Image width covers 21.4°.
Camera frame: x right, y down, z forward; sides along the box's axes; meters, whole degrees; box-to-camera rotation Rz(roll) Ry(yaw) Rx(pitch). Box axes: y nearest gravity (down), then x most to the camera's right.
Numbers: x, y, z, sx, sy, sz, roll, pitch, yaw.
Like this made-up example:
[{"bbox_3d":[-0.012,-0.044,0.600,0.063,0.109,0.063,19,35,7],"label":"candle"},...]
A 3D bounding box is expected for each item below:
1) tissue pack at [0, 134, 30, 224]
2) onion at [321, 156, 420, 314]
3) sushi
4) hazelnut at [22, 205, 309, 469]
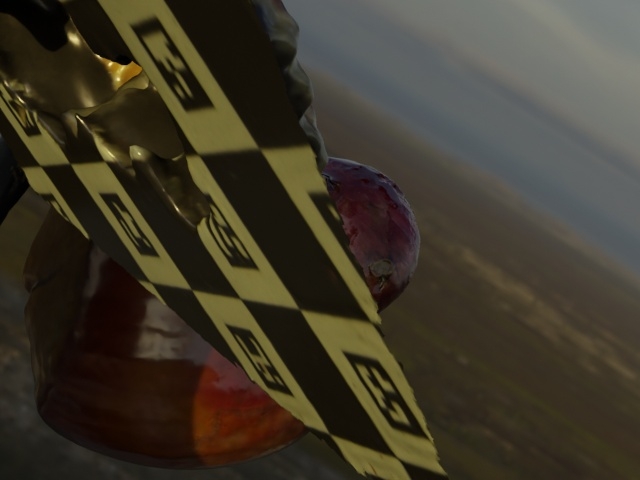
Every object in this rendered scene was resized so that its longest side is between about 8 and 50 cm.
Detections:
[{"bbox_3d":[-0.244,-0.064,0.749,0.198,0.370,0.210,19,-27,27],"label":"tissue pack"},{"bbox_3d":[0.000,0.000,0.919,0.107,0.107,0.097,35,-24,25],"label":"onion"},{"bbox_3d":[-0.053,-0.065,0.488,0.290,0.050,0.264,35,-24,48],"label":"sushi"},{"bbox_3d":[-0.077,0.039,1.042,0.181,0.212,0.181,17,-27,-28],"label":"hazelnut"}]
